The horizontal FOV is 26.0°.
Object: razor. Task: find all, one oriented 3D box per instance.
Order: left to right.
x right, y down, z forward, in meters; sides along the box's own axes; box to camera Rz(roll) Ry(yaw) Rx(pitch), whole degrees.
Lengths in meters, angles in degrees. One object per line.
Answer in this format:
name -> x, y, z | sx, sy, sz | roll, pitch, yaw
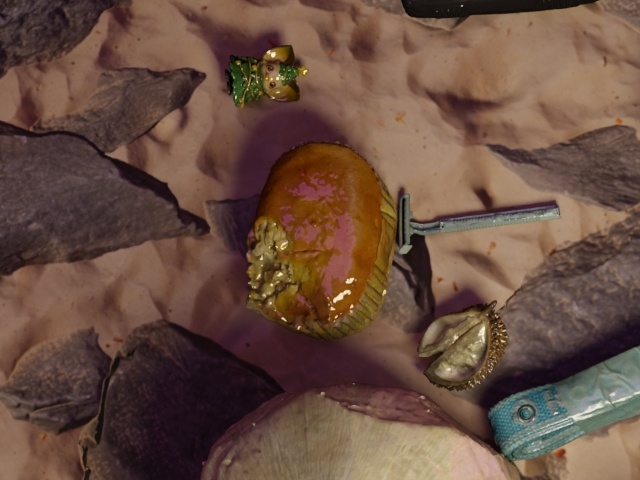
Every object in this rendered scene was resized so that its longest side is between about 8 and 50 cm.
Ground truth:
razor -> 0.206, -0.026, 1.800 | 0.211, 0.036, 0.084 | -3, 58, 9

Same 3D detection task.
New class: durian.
durian -> 0.192, 0.128, 1.744 | 0.140, 0.071, 0.110 | -52, 54, 24

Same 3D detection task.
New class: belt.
belt -> 0.348, 0.184, 1.679 | 0.302, 0.087, 0.072 | -24, 56, 13

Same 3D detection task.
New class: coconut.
coconut -> 0.036, 0.349, 1.587 | 0.405, 0.404, 0.404 | -3, 77, 14

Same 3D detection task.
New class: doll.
doll -> -0.078, -0.227, 1.913 | 0.113, 0.077, 0.078 | -11, 101, -17

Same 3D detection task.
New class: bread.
bread -> 0.000, 0.000, 1.796 | 0.179, 0.133, 0.250 | 10, 82, 13

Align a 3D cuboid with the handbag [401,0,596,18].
handbag -> 0.241, -0.412, 1.846 | 0.275, 0.088, 0.244 | -4, 75, 17
